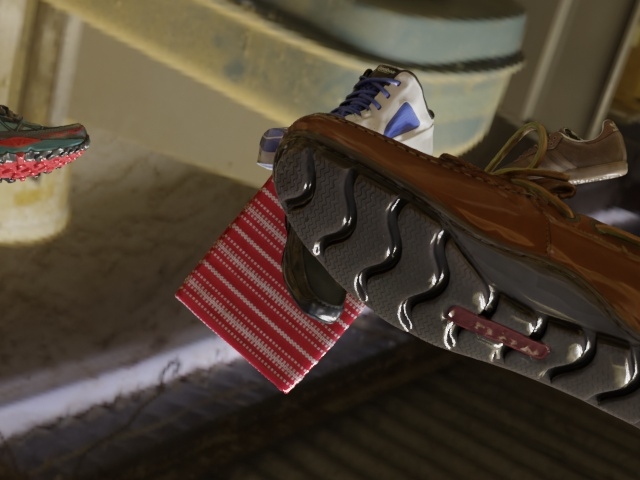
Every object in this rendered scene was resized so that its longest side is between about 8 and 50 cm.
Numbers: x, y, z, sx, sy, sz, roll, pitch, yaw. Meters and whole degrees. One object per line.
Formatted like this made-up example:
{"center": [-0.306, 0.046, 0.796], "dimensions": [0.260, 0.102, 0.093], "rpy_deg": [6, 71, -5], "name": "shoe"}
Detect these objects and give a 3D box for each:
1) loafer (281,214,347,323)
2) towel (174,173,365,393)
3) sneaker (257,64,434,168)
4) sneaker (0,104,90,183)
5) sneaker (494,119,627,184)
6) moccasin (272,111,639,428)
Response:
{"center": [0.000, 0.000, 1.364], "dimensions": [0.076, 0.078, 0.223], "rpy_deg": [22, -144, -22], "name": "loafer"}
{"center": [-0.026, 0.028, 1.498], "dimensions": [0.199, 0.275, 0.031], "rpy_deg": [41, -173, 4], "name": "towel"}
{"center": [0.054, -0.176, 1.776], "dimensions": [0.315, 0.182, 0.127], "rpy_deg": [2, -174, -38], "name": "sneaker"}
{"center": [-0.377, -0.130, 1.276], "dimensions": [0.262, 0.125, 0.104], "rpy_deg": [-2, 171, -23], "name": "sneaker"}
{"center": [0.297, -0.104, 1.499], "dimensions": [0.188, 0.071, 0.066], "rpy_deg": [-7, 176, 39], "name": "sneaker"}
{"center": [0.144, 0.006, 0.880], "dimensions": [0.380, 0.139, 0.147], "rpy_deg": [22, -135, 6], "name": "moccasin"}
